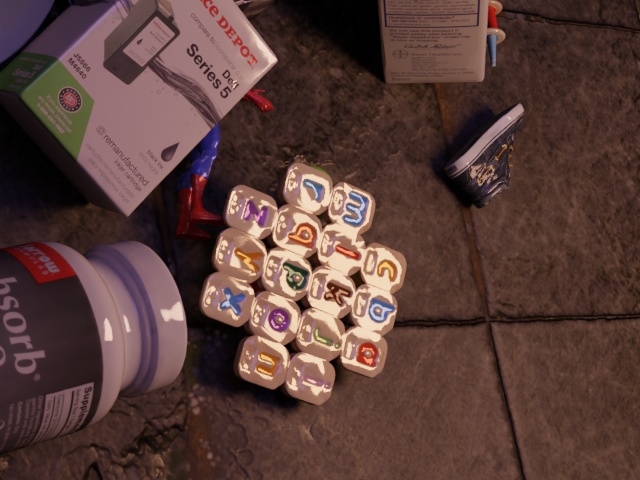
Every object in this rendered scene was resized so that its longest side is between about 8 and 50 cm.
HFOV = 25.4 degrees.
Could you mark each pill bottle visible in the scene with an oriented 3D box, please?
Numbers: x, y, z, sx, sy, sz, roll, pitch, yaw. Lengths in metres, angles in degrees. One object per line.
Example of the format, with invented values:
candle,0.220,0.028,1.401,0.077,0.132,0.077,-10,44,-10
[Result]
pill bottle,-0.336,0.115,1.476,0.363,0.210,0.210,-14,80,-39

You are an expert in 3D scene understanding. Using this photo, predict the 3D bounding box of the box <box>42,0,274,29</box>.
box,-0.266,-0.442,1.829,0.318,0.097,0.395,-24,86,-37

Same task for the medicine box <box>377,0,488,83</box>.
medicine box,0.157,-0.400,1.976,0.149,0.289,0.264,0,67,4

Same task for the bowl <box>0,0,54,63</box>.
bowl,-0.445,-0.333,1.590,0.297,0.298,0.134,-4,32,-36

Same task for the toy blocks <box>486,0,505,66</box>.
toy blocks,0.226,-0.343,2.164,0.123,0.054,0.148,11,66,-33

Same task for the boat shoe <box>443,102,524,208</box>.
boat shoe,0.257,-0.124,2.095,0.083,0.065,0.183,52,57,-10

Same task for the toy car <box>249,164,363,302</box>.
toy car,0.000,0.000,1.862,0.239,0.053,0.225,8,67,-33

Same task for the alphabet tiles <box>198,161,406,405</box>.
alphabet tiles,-0.019,0.054,1.779,0.278,0.021,0.284,22,74,-30

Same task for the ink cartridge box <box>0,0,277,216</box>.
ink cartridge box,-0.216,-0.197,1.664,0.273,0.114,0.198,-48,120,-15

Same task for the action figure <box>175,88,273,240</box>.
action figure,-0.115,-0.139,1.815,0.139,0.091,0.280,6,69,-25
